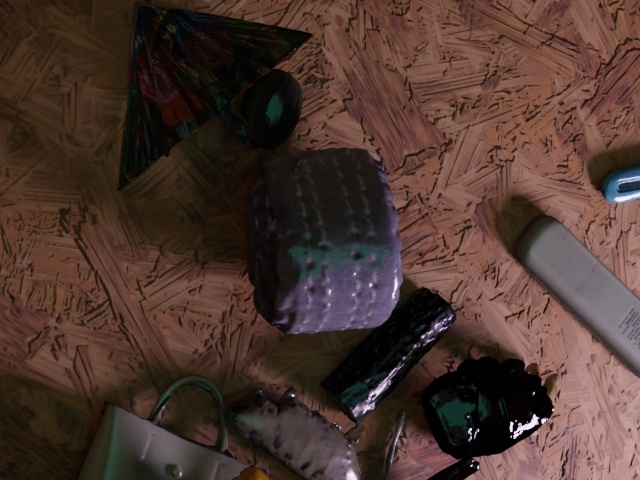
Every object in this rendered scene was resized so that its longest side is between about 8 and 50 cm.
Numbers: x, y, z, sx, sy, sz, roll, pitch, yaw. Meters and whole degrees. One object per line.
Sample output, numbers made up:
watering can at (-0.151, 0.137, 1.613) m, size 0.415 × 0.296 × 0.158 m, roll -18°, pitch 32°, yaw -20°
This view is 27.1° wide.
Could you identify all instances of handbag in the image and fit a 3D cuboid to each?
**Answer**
handbag at (-0.198, 0.324, 1.690) m, size 0.241 × 0.109 × 0.315 m, roll 28°, pitch 79°, yaw -20°

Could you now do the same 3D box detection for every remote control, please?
remote control at (0.406, 0.085, 1.935) m, size 0.309 × 0.038 × 0.090 m, roll 41°, pitch 79°, yaw -16°

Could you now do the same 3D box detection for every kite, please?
kite at (-0.171, -0.211, 1.694) m, size 0.321 × 0.016 × 0.234 m, roll -38°, pitch 88°, yaw 2°

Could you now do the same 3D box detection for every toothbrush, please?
toothbrush at (0.098, 0.300, 1.844) m, size 0.013 × 0.011 × 0.131 m, roll 20°, pitch 84°, yaw -41°

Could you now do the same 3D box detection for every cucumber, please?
cucumber at (0.159, 0.338, 1.828) m, size 0.135 × 0.034 × 0.033 m, roll -28°, pitch 139°, yaw 16°
cucumber at (0.101, 0.154, 1.812) m, size 0.211 × 0.062 × 0.078 m, roll -42°, pitch 104°, yaw -14°

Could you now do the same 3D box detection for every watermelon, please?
watermelon at (-0.065, -0.170, 1.734) m, size 0.078 × 0.078 × 0.110 m, roll 16°, pitch 87°, yaw -20°

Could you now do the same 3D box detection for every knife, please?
knife at (0.516, -0.090, 1.973) m, size 0.222 × 0.031 × 0.064 m, roll -9°, pitch 98°, yaw -19°

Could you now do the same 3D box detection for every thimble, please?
thimble at (0.000, 0.000, 1.695) m, size 0.172 × 0.205 × 0.236 m, roll -1°, pitch 93°, yaw -19°

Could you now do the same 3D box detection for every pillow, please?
pillow at (-0.019, 0.265, 1.773) m, size 0.241 × 0.051 × 0.093 m, roll 39°, pitch 75°, yaw -22°

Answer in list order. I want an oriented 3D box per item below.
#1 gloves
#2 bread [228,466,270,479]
gloves at (0.247, 0.224, 1.849) m, size 0.203 × 0.124 × 0.164 m, roll -23°, pitch 118°, yaw -10°
bread at (-0.072, 0.409, 1.645) m, size 0.245 × 0.121 × 0.174 m, roll 50°, pitch 60°, yaw -12°
